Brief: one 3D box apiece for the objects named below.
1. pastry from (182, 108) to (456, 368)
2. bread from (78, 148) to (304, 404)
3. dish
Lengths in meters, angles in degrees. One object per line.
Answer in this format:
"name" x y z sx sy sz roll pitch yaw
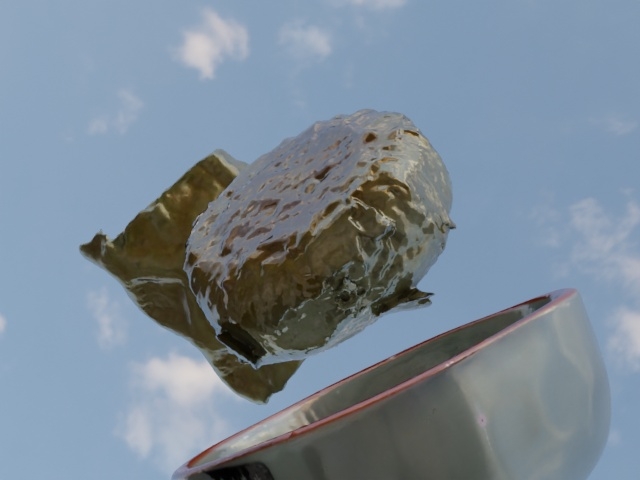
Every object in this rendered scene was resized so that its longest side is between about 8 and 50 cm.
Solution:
"pastry" 0.001 -0.004 0.906 0.236 0.257 0.121 -36 -63 4
"bread" -0.092 0.030 1.170 0.252 0.238 0.196 47 -23 0
"dish" 0.053 0.131 0.617 0.256 0.256 0.117 -27 -94 27
